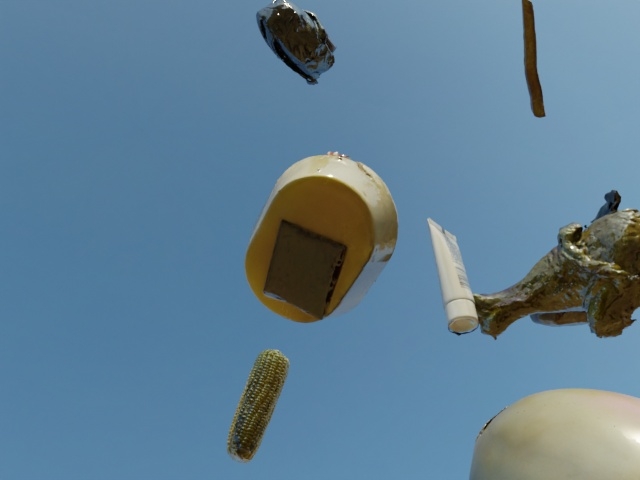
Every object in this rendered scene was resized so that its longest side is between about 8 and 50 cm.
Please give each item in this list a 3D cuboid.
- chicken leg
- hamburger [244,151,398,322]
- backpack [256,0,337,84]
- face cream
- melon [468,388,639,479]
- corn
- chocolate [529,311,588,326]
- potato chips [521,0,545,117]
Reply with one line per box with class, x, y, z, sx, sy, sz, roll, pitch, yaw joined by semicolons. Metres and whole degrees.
chicken leg;0.457;0.093;1.011;0.140;0.212;0.361;22;-57;-39
hamburger;0.000;0.000;0.914;0.227;0.151;0.295;38;-64;7
backpack;-0.043;-0.380;1.031;0.106;0.165;0.120;-41;-112;7
face cream;0.257;0.065;1.082;0.092;0.244;0.058;30;-50;-31
melon;0.282;0.265;0.564;0.223;0.317;0.223;3;-101;-14
corn;-0.111;0.288;0.983;0.072;0.072;0.203;34;-124;-21
chocolate;0.594;0.126;1.292;0.214;0.093;0.149;-2;-89;-24
potato chips;0.369;-0.315;0.964;0.026;0.037;0.204;-6;-83;13
